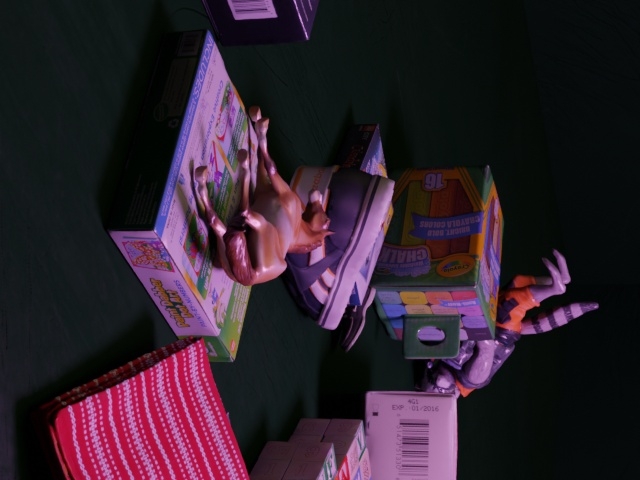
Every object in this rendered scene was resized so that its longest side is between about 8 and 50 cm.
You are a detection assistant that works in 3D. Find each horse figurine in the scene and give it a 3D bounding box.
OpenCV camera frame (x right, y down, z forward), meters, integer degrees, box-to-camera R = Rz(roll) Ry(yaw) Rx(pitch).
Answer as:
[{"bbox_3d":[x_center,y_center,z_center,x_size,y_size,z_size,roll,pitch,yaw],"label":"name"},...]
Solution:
[{"bbox_3d":[-0.061,-0.026,1.401,0.263,0.066,0.175,-62,141,-61],"label":"horse figurine"}]

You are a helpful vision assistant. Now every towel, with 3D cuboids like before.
[{"bbox_3d":[-0.145,0.206,1.223,0.275,0.031,0.199,-24,95,-65],"label":"towel"}]

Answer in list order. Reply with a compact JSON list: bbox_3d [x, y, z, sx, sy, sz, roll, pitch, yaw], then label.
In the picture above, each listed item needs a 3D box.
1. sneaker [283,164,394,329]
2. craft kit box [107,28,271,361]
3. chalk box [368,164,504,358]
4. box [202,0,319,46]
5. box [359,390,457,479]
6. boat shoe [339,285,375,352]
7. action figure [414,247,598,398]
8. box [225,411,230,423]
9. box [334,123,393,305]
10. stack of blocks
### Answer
[{"bbox_3d":[0.000,0.000,1.696,0.321,0.127,0.126,108,0,-59],"label":"sneaker"},{"bbox_3d":[-0.123,-0.043,1.397,0.247,0.060,0.250,63,32,-50],"label":"craft kit box"},{"bbox_3d":[0.183,0.048,2.145,0.179,0.180,0.289,64,29,-54],"label":"chalk box"},{"bbox_3d":[-0.062,-0.341,1.506,0.153,0.108,0.207,69,26,-47],"label":"box"},{"bbox_3d":[0.120,0.288,1.921,0.232,0.126,0.149,88,3,-83],"label":"box"},{"bbox_3d":[0.044,0.105,1.940,0.046,0.038,0.125,-47,-164,48],"label":"boat shoe"},{"bbox_3d":[0.298,0.169,2.318,0.178,0.330,0.341,44,14,-7],"label":"action figure"},{"bbox_3d":[-0.127,0.314,1.362,0.183,0.056,0.231,-60,146,-59],"label":"box"},{"bbox_3d":[0.051,-0.040,1.953,0.233,0.044,0.159,-68,152,-51],"label":"box"},{"bbox_3d":[-0.019,0.328,1.650,0.297,0.087,0.171,-55,141,-61],"label":"stack of blocks"}]
